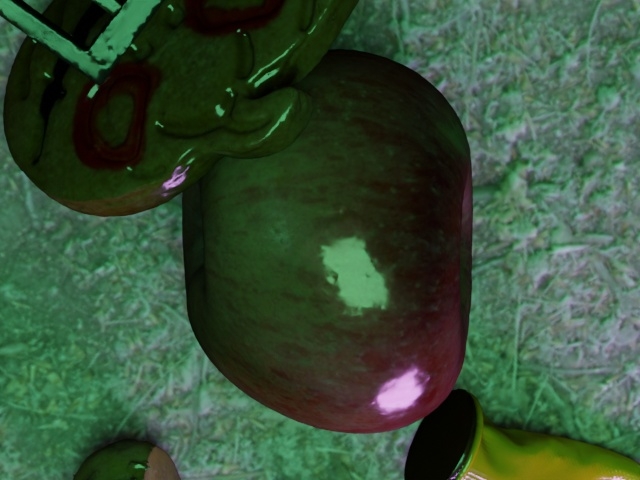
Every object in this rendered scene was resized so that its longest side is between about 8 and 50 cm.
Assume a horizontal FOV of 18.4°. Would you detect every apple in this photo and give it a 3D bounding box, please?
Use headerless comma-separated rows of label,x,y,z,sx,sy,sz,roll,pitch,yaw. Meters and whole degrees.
apple,0.000,0.000,1.781,0.269,0.345,0.345,2,108,8

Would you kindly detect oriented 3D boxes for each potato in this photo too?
potato,-0.186,0.248,1.962,0.100,0.089,0.172,-8,142,14

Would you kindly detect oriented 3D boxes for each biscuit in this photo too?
biscuit,-0.118,-0.173,1.715,0.367,0.314,0.063,-44,138,4

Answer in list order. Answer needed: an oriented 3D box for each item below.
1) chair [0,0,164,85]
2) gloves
chair,-0.308,-0.349,1.668,0.416,0.240,0.203,36,99,-21
gloves,0.238,0.263,2.015,0.294,0.116,0.133,27,109,-22
